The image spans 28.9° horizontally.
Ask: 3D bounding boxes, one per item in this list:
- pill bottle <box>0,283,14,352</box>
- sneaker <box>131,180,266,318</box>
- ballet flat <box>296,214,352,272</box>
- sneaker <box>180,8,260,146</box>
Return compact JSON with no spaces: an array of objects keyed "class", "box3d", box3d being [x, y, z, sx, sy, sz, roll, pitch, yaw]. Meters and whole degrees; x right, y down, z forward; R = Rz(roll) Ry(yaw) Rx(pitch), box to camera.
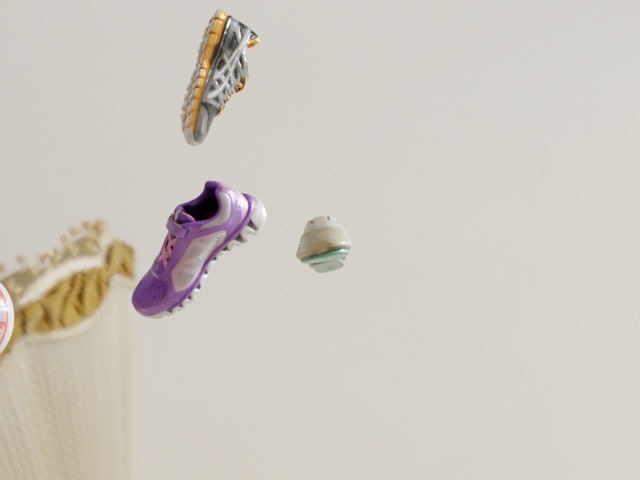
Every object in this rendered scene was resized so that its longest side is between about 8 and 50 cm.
[{"class":"pill bottle","box3d":[-0.435,0.082,1.352,0.108,0.108,0.193,-28,163,19]},{"class":"sneaker","box3d":[-0.190,0.005,1.756,0.236,0.104,0.095,-47,-132,-2]},{"class":"ballet flat","box3d":[0.000,0.000,1.258,0.057,0.052,0.168,-12,173,-3]},{"class":"sneaker","box3d":[-0.151,-0.239,1.856,0.084,0.083,0.215,-14,-122,69]}]
